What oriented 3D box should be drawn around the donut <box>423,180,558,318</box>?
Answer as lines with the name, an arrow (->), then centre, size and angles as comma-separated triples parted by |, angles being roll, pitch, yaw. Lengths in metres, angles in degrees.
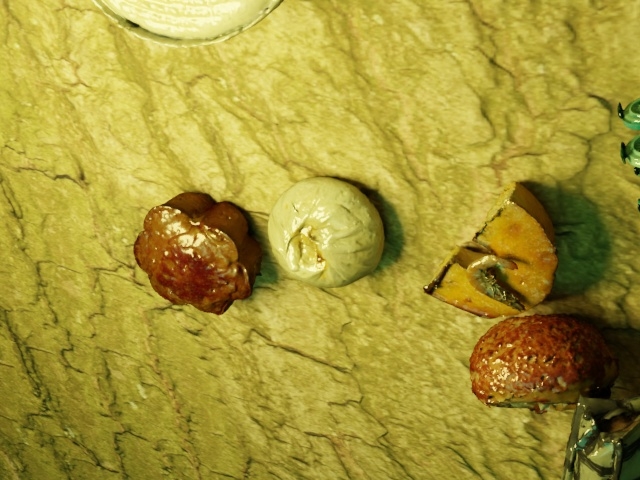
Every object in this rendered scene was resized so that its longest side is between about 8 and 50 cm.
donut -> 0.286, 0.035, 1.328 | 0.152, 0.101, 0.259 | 35, 134, -2

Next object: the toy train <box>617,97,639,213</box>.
toy train -> 0.459, -0.115, 1.045 | 0.163, 0.203, 0.112 | -12, 125, 25

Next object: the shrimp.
shrimp -> 0.276, 0.064, 1.284 | 0.114, 0.023, 0.083 | 37, 134, -7

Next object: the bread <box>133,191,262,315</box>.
bread -> -0.219, 0.034, 1.581 | 0.232, 0.135, 0.246 | 27, 134, 6

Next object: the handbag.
handbag -> 0.526, 0.346, 1.309 | 0.162, 0.325, 0.327 | -131, 28, -51

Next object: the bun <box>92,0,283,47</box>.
bun -> -0.176, -0.447, 1.121 | 0.364, 0.202, 0.364 | 12, 134, 12

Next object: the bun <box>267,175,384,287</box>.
bun -> 0.000, 0.000, 1.439 | 0.222, 0.127, 0.222 | 17, 134, 19

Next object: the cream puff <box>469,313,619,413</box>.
cream puff -> 0.353, 0.195, 1.361 | 0.240, 0.164, 0.240 | 6, 160, 2
